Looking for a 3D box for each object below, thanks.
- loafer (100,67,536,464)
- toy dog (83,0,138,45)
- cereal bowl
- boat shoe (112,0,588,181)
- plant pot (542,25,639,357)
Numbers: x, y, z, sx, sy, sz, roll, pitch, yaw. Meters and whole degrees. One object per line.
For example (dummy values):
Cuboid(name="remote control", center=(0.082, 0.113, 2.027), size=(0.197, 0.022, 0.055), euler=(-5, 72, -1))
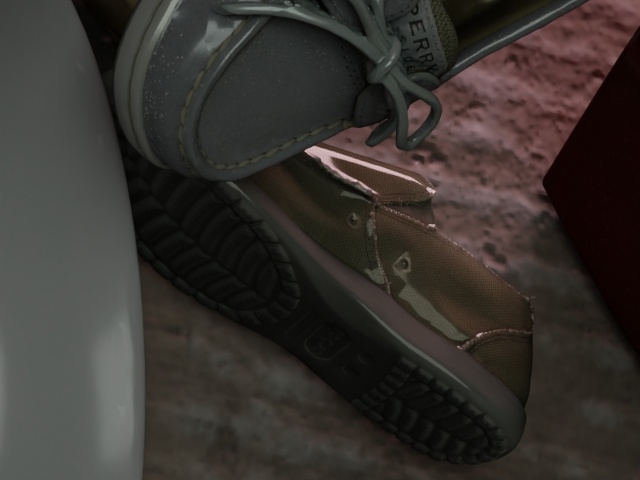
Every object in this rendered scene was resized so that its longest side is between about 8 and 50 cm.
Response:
Cuboid(name="loafer", center=(0.000, 0.000, 0.834), size=(0.251, 0.094, 0.087), euler=(41, 55, -13))
Cuboid(name="toy dog", center=(-0.091, -0.232, 0.800), size=(0.334, 0.161, 0.220), euler=(35, 73, -8))
Cuboid(name="cereal bowl", center=(-0.175, 0.047, 0.662), size=(0.141, 0.339, 0.339), euler=(-2, 80, 11))
Cuboid(name="boat shoe", center=(0.063, -0.120, 0.737), size=(0.320, 0.118, 0.103), euler=(-32, 51, -14))
Cuboid(name="plant pot", center=(0.259, -0.036, 0.828), size=(0.236, 0.267, 0.267), euler=(43, 72, 8))
